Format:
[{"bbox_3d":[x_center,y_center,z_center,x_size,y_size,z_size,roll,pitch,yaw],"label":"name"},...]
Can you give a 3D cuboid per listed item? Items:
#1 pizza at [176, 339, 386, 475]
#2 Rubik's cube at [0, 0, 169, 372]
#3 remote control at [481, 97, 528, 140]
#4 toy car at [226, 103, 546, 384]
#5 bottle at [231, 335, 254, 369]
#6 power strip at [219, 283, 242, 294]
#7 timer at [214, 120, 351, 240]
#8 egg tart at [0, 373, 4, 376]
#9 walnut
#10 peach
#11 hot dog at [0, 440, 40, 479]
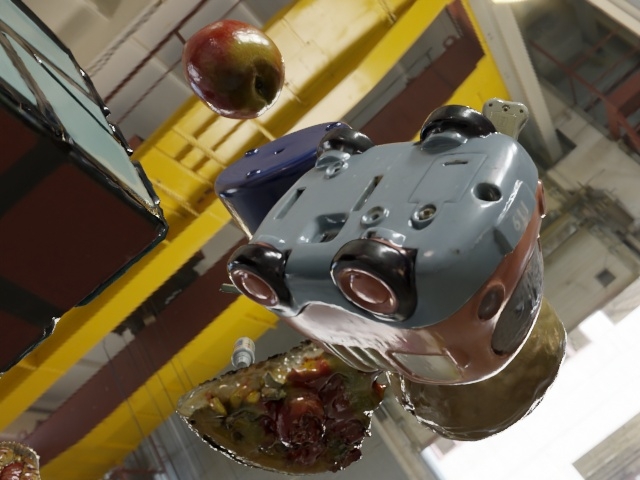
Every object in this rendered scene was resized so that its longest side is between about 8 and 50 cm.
[{"bbox_3d":[0.006,0.279,1.221,0.406,0.130,0.440,-46,-48,16],"label":"pizza"},{"bbox_3d":[-0.316,-0.062,0.432,0.283,0.288,0.293,-39,-44,0],"label":"Rubik's cube"},{"bbox_3d":[0.279,-0.163,1.064,0.032,0.074,0.122,63,-136,-70],"label":"remote control"},{"bbox_3d":[0.073,0.027,0.589,0.212,0.271,0.180,53,-125,-28],"label":"toy car"},{"bbox_3d":[-0.194,0.292,1.718,0.060,0.060,0.217,-34,6,-4],"label":"bottle"},{"bbox_3d":[-0.177,0.124,1.655,0.136,0.019,0.051,9,-3,1],"label":"power strip"},{"bbox_3d":[0.000,0.000,1.270,0.270,0.270,0.383,-29,-71,-12],"label":"timer"},{"bbox_3d":[-0.660,0.111,1.391,0.153,0.339,0.351,11,-50,-16],"label":"egg tart"},{"bbox_3d":[0.300,0.217,1.388,0.381,0.381,0.381,-25,-34,-18],"label":"walnut"},{"bbox_3d":[-0.171,-0.333,1.325,0.190,0.192,0.190,-33,-32,-23],"label":"peach"},{"bbox_3d":[-0.413,0.338,0.866,0.099,0.192,0.053,-7,-54,-8],"label":"hot dog"}]
